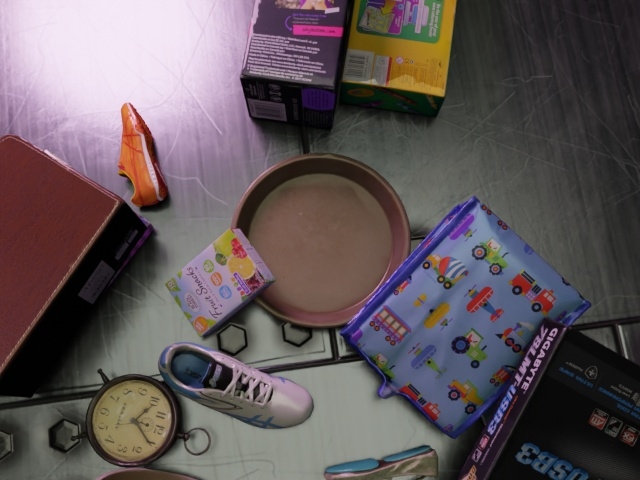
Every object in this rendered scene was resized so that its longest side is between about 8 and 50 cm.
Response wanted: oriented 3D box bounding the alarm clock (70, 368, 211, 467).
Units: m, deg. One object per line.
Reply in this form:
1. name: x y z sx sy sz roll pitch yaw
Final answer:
1. alarm clock: -0.249 0.266 1.117 0.192 0.064 0.129 18 77 6

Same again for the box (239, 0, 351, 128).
1. box: -0.029 -0.335 1.212 0.144 0.165 0.270 9 76 1

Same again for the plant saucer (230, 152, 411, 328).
1. plant saucer: 0.000 0.000 1.197 0.278 0.041 0.277 0 77 0

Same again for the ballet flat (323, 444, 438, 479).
1. ballet flat: 0.090 0.338 1.111 0.168 0.057 0.052 -11 87 -3

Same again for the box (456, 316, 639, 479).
1. box: 0.359 0.298 1.041 0.296 0.073 0.293 30 88 -14

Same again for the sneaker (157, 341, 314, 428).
1. sneaker: -0.125 0.213 1.122 0.237 0.086 0.085 19 75 2

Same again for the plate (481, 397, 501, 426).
1. plate: 0.327 0.237 1.153 0.188 0.024 0.188 0 76 0

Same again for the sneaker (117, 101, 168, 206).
1. sneaker: -0.294 -0.137 1.216 0.068 0.064 0.175 -18 74 5

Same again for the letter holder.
1. letter holder: -0.429 0.034 1.085 0.215 0.152 0.301 31 78 7

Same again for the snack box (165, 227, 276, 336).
1. snack box: -0.150 0.063 1.153 0.141 0.037 0.100 -39 77 18

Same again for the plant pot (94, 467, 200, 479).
1. plant pot: -0.220 0.480 0.992 0.257 0.256 0.273 22 93 4

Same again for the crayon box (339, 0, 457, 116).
1. crayon box: 0.132 -0.354 1.263 0.166 0.081 0.278 9 76 1

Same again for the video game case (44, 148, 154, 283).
1. video game case: -0.410 0.009 1.188 0.210 0.042 0.232 34 79 7

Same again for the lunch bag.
1. lunch bag: 0.190 0.121 1.105 0.221 0.138 0.293 43 86 2
